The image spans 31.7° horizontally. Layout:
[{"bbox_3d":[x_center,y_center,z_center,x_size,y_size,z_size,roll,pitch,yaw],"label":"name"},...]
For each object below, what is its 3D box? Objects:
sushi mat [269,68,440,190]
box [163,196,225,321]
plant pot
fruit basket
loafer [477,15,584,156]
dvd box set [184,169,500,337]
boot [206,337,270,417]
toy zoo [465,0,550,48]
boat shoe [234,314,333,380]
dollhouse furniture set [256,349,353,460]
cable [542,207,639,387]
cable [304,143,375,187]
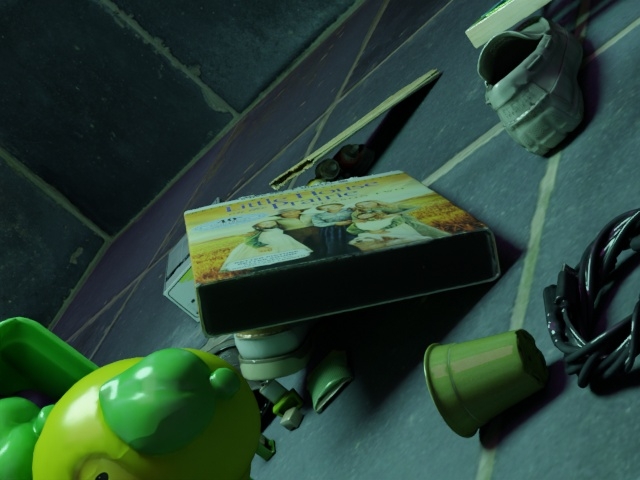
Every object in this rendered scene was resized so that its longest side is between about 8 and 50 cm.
[{"bbox_3d":[0.060,-0.187,1.876,0.316,0.019,0.151,-38,5,-30],"label":"sushi mat"},{"bbox_3d":[-0.214,0.030,2.169,0.169,0.087,0.290,-47,14,8],"label":"box"},{"bbox_3d":[0.141,0.109,0.922,0.079,0.083,0.083,-27,23,27],"label":"plant pot"},{"bbox_3d":[-0.175,0.234,0.931,0.283,0.392,0.392,-54,15,-21],"label":"fruit basket"},{"bbox_3d":[0.247,-0.211,1.348,0.112,0.111,0.319,-43,15,23],"label":"loafer"},{"bbox_3d":[0.000,0.000,1.306,0.307,0.062,0.420,-11,13,-5],"label":"dvd box set"},{"bbox_3d":[-0.165,0.238,1.462,0.263,0.091,0.229,-46,14,5],"label":"boot"},{"bbox_3d":[0.325,-0.362,1.543,0.192,0.030,0.293,-29,9,37],"label":"toy zoo"},{"bbox_3d":[-0.048,0.074,1.402,0.113,0.103,0.302,-10,13,3],"label":"boat shoe"},{"bbox_3d":[-0.035,0.176,1.293,0.152,0.058,0.076,-47,14,9],"label":"dollhouse furniture set"},{"bbox_3d":[0.240,0.040,0.868,0.150,0.047,0.184,-38,14,21],"label":"cable"},{"bbox_3d":[-0.002,-0.108,1.916,0.139,0.072,0.287,-50,15,-18],"label":"cable"}]
